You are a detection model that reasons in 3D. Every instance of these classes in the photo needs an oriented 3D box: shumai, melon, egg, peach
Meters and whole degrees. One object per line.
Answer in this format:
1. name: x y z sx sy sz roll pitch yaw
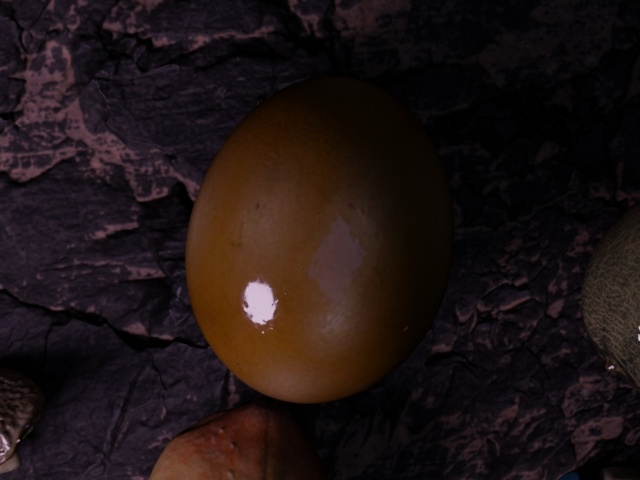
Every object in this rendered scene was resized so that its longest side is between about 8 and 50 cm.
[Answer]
1. shumai: -0.370 0.215 1.886 0.146 0.145 0.116 -8 129 -9
2. melon: 0.451 0.041 1.930 0.329 0.248 0.248 -39 112 -1
3. egg: 0.000 0.000 1.797 0.283 0.282 0.351 5 104 -13
4. peach: -0.088 0.287 1.921 0.233 0.232 0.232 -4 109 -11

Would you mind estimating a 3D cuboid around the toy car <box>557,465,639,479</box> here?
1. toy car: 0.350 0.415 2.057 0.248 0.198 0.204 -44 112 6
